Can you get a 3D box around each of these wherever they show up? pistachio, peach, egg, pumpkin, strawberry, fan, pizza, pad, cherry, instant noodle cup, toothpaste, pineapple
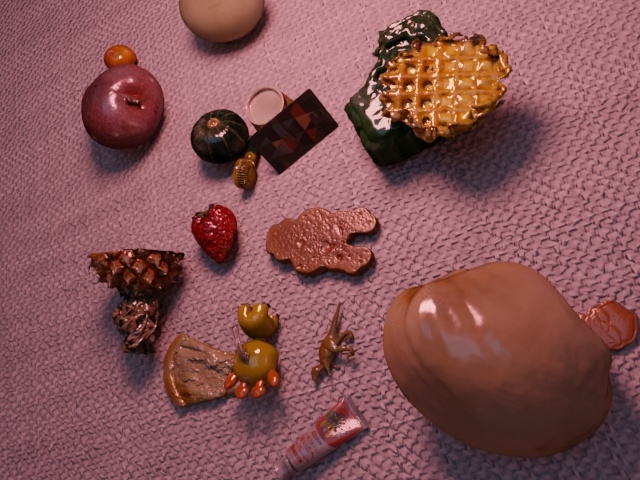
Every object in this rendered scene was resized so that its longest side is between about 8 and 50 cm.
[{"bbox_3d":[0.341,0.220,1.186,0.445,0.281,0.366,23,86,10],"label":"pistachio"},{"bbox_3d":[-0.654,-0.592,1.984,0.100,0.100,0.101,-8,70,21],"label":"peach"},{"bbox_3d":[-0.293,-0.704,1.798,0.269,0.219,0.219,0,72,19],"label":"egg"},{"bbox_3d":[-0.281,-0.292,1.699,0.167,0.125,0.167,-14,52,19],"label":"pumpkin"},{"bbox_3d":[-0.274,-0.023,1.617,0.131,0.131,0.148,-35,92,9],"label":"strawberry"},{"bbox_3d":[-0.195,-0.214,1.669,0.039,0.082,0.155,6,63,19],"label":"fan"},{"bbox_3d":[-0.300,0.343,1.541,0.261,0.034,0.181,8,75,25],"label":"pizza"},{"bbox_3d":[-0.071,-0.287,1.607,0.211,0.143,0.003,-39,34,7],"label":"pad"},{"bbox_3d":[-0.608,-0.400,1.830,0.307,0.221,0.261,7,67,39],"label":"cherry"},{"bbox_3d":[-0.130,-0.342,1.654,0.151,0.122,0.152,-7,72,23],"label":"instant noodle cup"},{"bbox_3d":[-0.004,0.455,1.370,0.234,0.057,0.089,-38,61,-2],"label":"toothpaste"},{"bbox_3d":[-0.486,0.166,1.598,0.262,0.262,0.272,-4,84,22],"label":"pineapple"}]

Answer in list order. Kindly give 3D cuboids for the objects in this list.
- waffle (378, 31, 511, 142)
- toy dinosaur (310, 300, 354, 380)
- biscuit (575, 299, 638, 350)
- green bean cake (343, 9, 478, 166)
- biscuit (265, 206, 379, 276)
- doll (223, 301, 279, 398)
[{"bbox_3d":[0.269,-0.351,1.340,0.280,0.060,0.262,-43,70,5],"label":"waffle"},{"bbox_3d":[0.017,0.242,1.438,0.126,0.039,0.162,-25,63,15],"label":"toy dinosaur"},{"bbox_3d":[0.577,0.176,1.229,0.130,0.019,0.102,-18,67,16],"label":"biscuit"},{"bbox_3d":[0.205,-0.375,1.495,0.307,0.169,0.300,-28,65,13],"label":"green bean cake"},{"bbox_3d":[0.001,0.001,1.525,0.294,0.044,0.186,4,71,23],"label":"biscuit"},{"bbox_3d":[-0.155,0.270,1.447,0.142,0.135,0.221,-4,59,19],"label":"doll"}]
